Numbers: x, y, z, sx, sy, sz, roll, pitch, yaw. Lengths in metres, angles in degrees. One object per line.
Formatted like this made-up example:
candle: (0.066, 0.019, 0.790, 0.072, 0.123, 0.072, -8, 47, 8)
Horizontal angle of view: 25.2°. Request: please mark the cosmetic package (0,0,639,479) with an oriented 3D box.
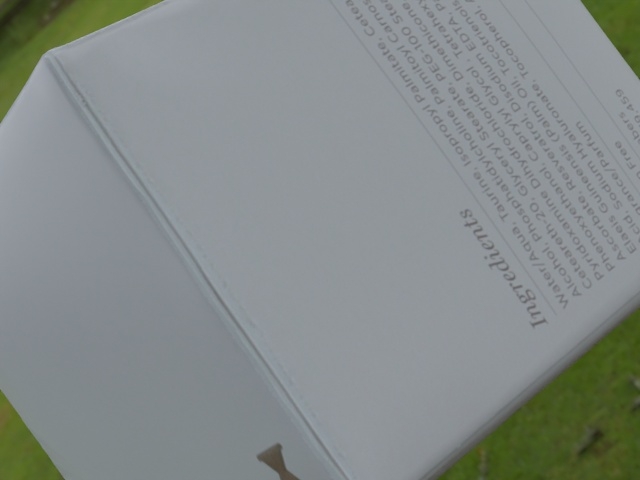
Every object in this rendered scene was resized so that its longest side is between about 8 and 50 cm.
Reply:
cosmetic package: (0.000, 0.000, 1.012, 0.393, 0.327, 0.329, -33, -4, -36)
